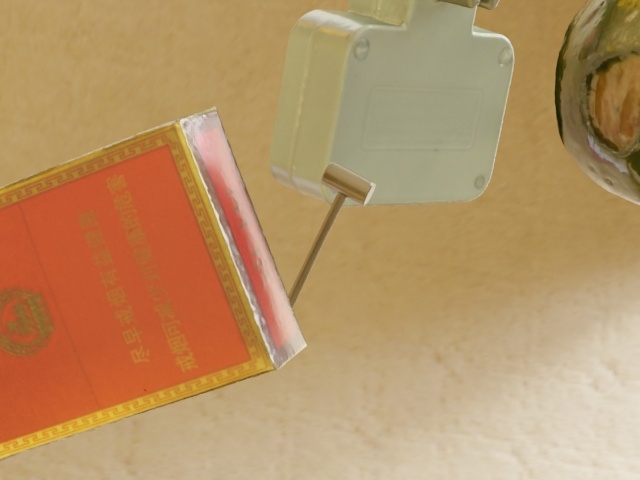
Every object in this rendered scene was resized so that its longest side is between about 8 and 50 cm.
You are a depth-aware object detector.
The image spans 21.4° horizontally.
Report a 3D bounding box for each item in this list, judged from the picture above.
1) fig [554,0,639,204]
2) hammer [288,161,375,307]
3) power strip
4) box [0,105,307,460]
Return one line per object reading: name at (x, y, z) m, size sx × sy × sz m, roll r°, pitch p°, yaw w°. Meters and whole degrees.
fig at (0.268, -0.129, 1.166) m, size 0.195 × 0.195 × 0.245 m, roll 15°, pitch 117°, yaw -10°
hammer at (0.000, 0.000, 1.213) m, size 0.035 × 0.019 × 0.110 m, roll 27°, pitch 98°, yaw 10°
power strip at (0.091, -0.161, 1.542) m, size 0.229 × 0.141 × 0.261 m, roll -2°, pitch 108°, yaw -43°
box at (-0.147, 0.034, 0.990) m, size 0.240 × 0.074 × 0.153 m, roll -20°, pitch 99°, yaw 18°
